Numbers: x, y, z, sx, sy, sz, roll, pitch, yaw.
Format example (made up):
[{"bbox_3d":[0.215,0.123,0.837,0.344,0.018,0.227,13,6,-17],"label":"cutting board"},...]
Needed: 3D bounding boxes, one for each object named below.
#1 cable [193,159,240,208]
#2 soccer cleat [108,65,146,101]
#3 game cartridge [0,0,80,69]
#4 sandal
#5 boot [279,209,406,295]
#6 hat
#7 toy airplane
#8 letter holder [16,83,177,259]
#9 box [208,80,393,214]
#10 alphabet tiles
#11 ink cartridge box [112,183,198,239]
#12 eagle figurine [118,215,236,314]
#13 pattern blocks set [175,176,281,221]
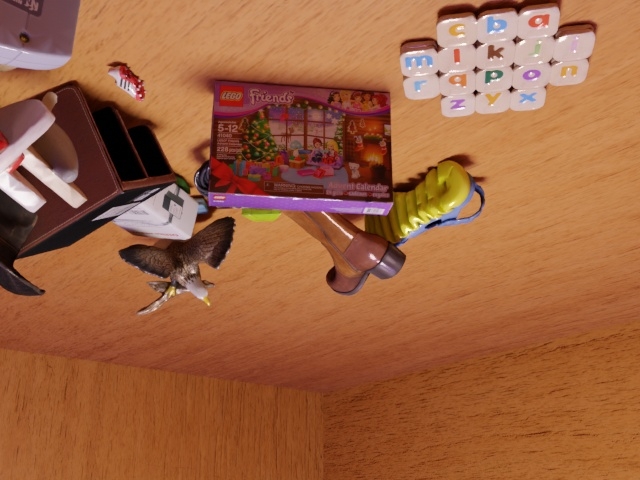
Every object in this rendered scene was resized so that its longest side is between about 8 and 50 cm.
[{"bbox_3d":[-0.158,-0.111,1.555,0.151,0.047,0.184,-7,157,18],"label":"cable"},{"bbox_3d":[-0.308,-0.251,1.294,0.036,0.029,0.083,3,158,19],"label":"soccer cleat"},{"bbox_3d":[-0.408,-0.312,0.897,0.060,0.196,0.294,-20,151,40],"label":"game cartridge"},{"bbox_3d":[0.217,-0.056,1.677,0.138,0.126,0.317,12,158,-38],"label":"sandal"},{"bbox_3d":[0.000,0.000,1.681,0.280,0.096,0.264,34,161,-16],"label":"boot"},{"bbox_3d":[-0.567,-0.046,1.337,0.331,0.134,0.331,28,158,12],"label":"hat"},{"bbox_3d":[-0.476,-0.200,1.086,0.384,0.272,0.386,33,162,-8],"label":"toy airplane"},{"bbox_3d":[-0.446,-0.128,1.434,0.302,0.214,0.152,-26,178,29],"label":"letter holder"},{"bbox_3d":[-0.031,-0.150,1.313,0.293,0.200,0.057,2,160,-7],"label":"box"},{"bbox_3d":[0.267,-0.271,1.243,0.284,0.021,0.278,-4,159,10],"label":"alphabet tiles"},{"bbox_3d":[-0.362,-0.081,1.612,0.153,0.086,0.208,4,160,24],"label":"ink cartridge box"},{"bbox_3d":[-0.302,0.047,1.782,0.225,0.226,0.298,23,153,7],"label":"eagle figurine"},{"bbox_3d":[-0.140,-0.104,1.675,0.325,0.026,0.285,0,159,-1],"label":"pattern blocks set"}]
